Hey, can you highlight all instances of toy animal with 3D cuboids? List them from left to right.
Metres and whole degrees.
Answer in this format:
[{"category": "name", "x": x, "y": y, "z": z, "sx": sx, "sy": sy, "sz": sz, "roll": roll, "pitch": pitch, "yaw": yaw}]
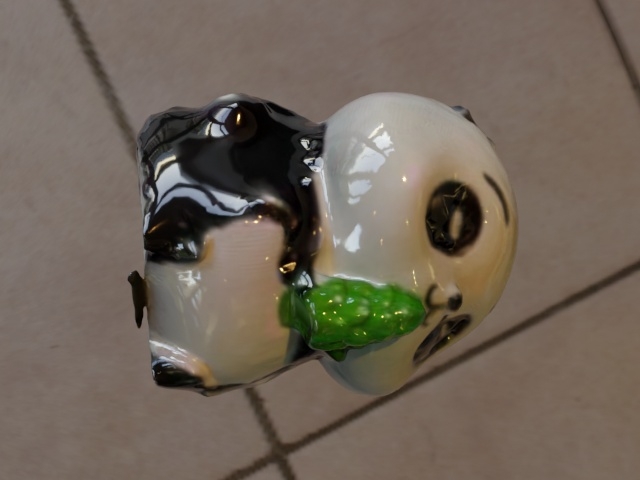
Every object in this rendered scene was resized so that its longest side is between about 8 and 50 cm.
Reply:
[{"category": "toy animal", "x": 0.001, "y": 0.004, "z": 1.095, "sx": 0.267, "sy": 0.212, "sz": 0.212, "roll": 0, "pitch": 85, "yaw": 0}]
